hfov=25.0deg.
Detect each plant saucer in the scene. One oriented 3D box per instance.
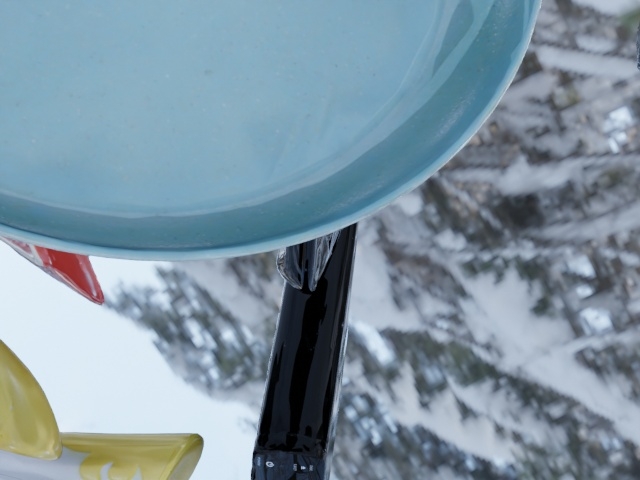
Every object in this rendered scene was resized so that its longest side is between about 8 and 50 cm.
[{"bbox_3d":[-0.070,-0.136,0.515,0.317,0.317,0.044,-46,180,-28],"label":"plant saucer"}]

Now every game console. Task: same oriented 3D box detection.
[{"bbox_3d":[0.000,0.000,0.740,0.044,0.361,0.213,6,-138,3],"label":"game console"}]

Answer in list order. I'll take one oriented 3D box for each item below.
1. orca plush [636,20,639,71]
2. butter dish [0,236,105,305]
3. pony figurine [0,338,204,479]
[{"bbox_3d":[0.291,-0.107,0.840,0.287,0.151,0.102,-21,164,-29],"label":"orca plush"},{"bbox_3d":[-0.133,-0.067,0.761,0.118,0.160,0.160,-31,-157,-20],"label":"butter dish"},{"bbox_3d":[-0.298,0.147,0.769,0.363,0.303,0.351,29,-96,16],"label":"pony figurine"}]
